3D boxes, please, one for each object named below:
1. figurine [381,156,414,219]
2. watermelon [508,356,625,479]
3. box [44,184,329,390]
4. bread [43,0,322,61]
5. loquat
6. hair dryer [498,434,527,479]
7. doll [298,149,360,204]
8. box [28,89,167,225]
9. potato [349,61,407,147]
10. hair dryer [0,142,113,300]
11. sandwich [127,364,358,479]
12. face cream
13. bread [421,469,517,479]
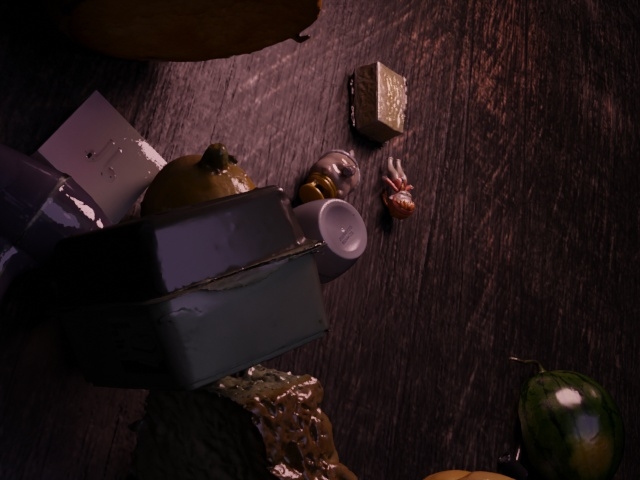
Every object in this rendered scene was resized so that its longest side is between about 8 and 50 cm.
[{"bbox_3d":[0.124,-0.083,1.675,0.064,0.047,0.109,13,54,-30],"label":"figurine"},{"bbox_3d":[0.423,0.301,1.714,0.204,0.127,0.232,15,58,-38],"label":"watermelon"},{"bbox_3d":[-0.142,0.050,1.080,0.220,0.290,0.166,-18,95,-35],"label":"box"},{"bbox_3d":[-0.183,-0.369,1.313,0.398,0.398,0.216,1,79,-42],"label":"bread"},{"bbox_3d":[-0.145,-0.032,1.310,0.149,0.205,0.172,-1,32,-30],"label":"loquat"},{"bbox_3d":[0.315,0.340,1.670,0.047,0.026,0.083,48,43,-16],"label":"hair dryer"},{"bbox_3d":[0.027,-0.099,1.567,0.073,0.084,0.127,53,53,-11],"label":"doll"},{"bbox_3d":[-0.281,-0.096,1.312,0.130,0.051,0.129,46,47,-16],"label":"box"},{"bbox_3d":[0.096,-0.223,1.703,0.086,0.061,0.122,20,59,-37],"label":"potato"},{"bbox_3d":[-0.412,0.032,1.114,0.301,0.121,0.361,36,56,-13],"label":"hair dryer"},{"bbox_3d":[-0.082,0.276,1.176,0.131,0.262,0.326,-28,91,-49],"label":"sandwich"},{"bbox_3d":[0.000,0.000,1.483,0.117,0.104,0.117,20,58,-35],"label":"face cream"},{"bbox_3d":[0.231,0.500,1.320,0.328,0.245,0.424,-25,82,-20],"label":"bread"}]
